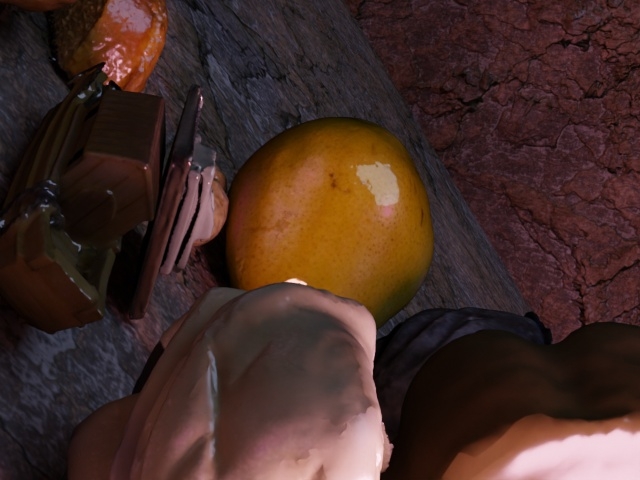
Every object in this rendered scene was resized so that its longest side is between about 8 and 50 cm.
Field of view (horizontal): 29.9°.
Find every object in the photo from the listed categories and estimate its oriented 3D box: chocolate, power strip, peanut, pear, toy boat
[{"bbox_3d":[0.144,0.206,1.575,0.213,0.303,0.303,21,26,-13],"label":"chocolate"},{"bbox_3d":[-0.143,-0.035,1.268,0.064,0.213,0.198,14,30,-10],"label":"power strip"},{"bbox_3d":[-0.151,-0.052,1.503,0.080,0.080,0.174,49,16,-22],"label":"peanut"},{"bbox_3d":[0.014,-0.002,1.546,0.285,0.285,0.336,42,27,-40],"label":"pear"},{"bbox_3d":[-0.216,-0.048,1.159,0.136,0.162,0.445,52,16,-22],"label":"toy boat"}]

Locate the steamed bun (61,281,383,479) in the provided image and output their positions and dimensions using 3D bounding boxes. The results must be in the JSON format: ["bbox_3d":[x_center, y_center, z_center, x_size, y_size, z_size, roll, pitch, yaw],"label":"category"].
[{"bbox_3d":[-0.083,0.203,0.920,0.394,0.237,0.347,96,-1,-64],"label":"steamed bun"}]

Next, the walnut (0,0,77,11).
[{"bbox_3d":[-0.330,-0.393,1.373,0.283,0.227,0.283,11,32,-7],"label":"walnut"}]

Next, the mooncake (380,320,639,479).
[{"bbox_3d":[0.260,0.322,1.284,0.467,0.467,0.262,51,9,-16],"label":"mooncake"}]

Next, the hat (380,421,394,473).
[{"bbox_3d":[-0.056,0.196,1.214,0.252,0.252,0.110,52,58,-15],"label":"hat"}]

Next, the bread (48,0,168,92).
[{"bbox_3d":[-0.265,-0.285,1.537,0.129,0.134,0.260,39,23,-43],"label":"bread"}]

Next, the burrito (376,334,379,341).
[{"bbox_3d":[0.043,0.139,1.726,0.309,0.066,0.096,55,11,-7],"label":"burrito"}]
